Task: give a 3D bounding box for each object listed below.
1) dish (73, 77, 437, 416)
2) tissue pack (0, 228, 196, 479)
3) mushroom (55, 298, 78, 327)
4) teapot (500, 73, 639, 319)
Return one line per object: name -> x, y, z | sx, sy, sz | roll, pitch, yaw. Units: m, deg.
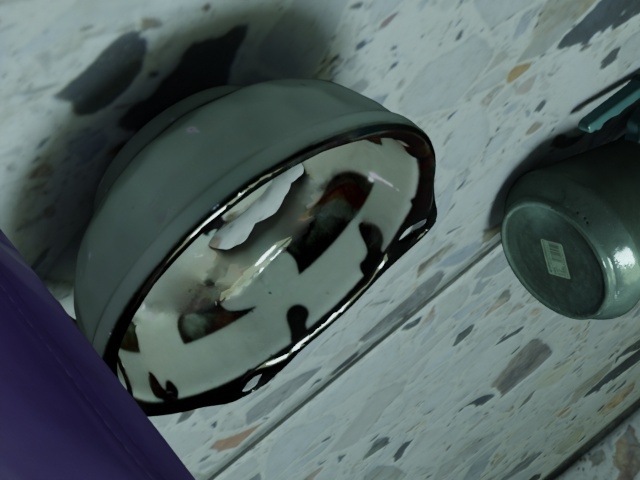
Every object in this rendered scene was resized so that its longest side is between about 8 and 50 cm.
dish -> -0.060, -0.013, 1.005 | 0.303, 0.120, 0.303 | -34, 157, -17
tissue pack -> -0.195, 0.065, 0.645 | 0.160, 0.338, 0.242 | -43, 159, 3
mushroom -> -0.216, 0.138, 0.947 | 0.209, 0.206, 0.206 | -45, 159, -9
teapot -> 0.303, -0.050, 1.506 | 0.225, 0.171, 0.203 | -37, 128, -29
